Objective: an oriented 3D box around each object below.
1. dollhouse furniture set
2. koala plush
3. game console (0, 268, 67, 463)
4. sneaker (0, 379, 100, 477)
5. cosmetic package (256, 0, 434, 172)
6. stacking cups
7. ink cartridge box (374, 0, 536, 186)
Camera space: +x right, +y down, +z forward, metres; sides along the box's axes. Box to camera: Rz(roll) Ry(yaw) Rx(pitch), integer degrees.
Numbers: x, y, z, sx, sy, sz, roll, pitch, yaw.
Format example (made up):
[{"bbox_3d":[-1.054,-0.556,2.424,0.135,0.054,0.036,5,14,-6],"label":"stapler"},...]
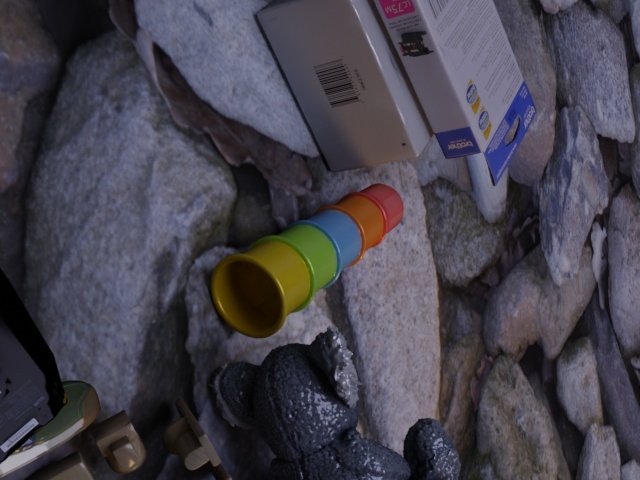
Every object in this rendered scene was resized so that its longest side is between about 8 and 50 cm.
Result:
[{"bbox_3d":[-0.171,0.219,0.825,0.151,0.123,0.144,-29,110,-15],"label":"dollhouse furniture set"},{"bbox_3d":[0.002,0.201,0.912,0.203,0.196,0.221,-36,105,-58],"label":"koala plush"},{"bbox_3d":[-0.347,0.123,0.565,0.361,0.044,0.213,-42,99,-37],"label":"game console"},{"bbox_3d":[-0.256,0.132,0.695,0.192,0.064,0.086,-27,110,-48],"label":"sneaker"},{"bbox_3d":[0.069,-0.244,1.133,0.225,0.138,0.224,-50,122,-43],"label":"cosmetic package"},{"bbox_3d":[0.000,0.000,1.045,0.316,0.096,0.096,-38,114,-52],"label":"stacking cups"},{"bbox_3d":[0.165,-0.237,1.096,0.311,0.065,0.186,59,43,-25],"label":"ink cartridge box"}]
